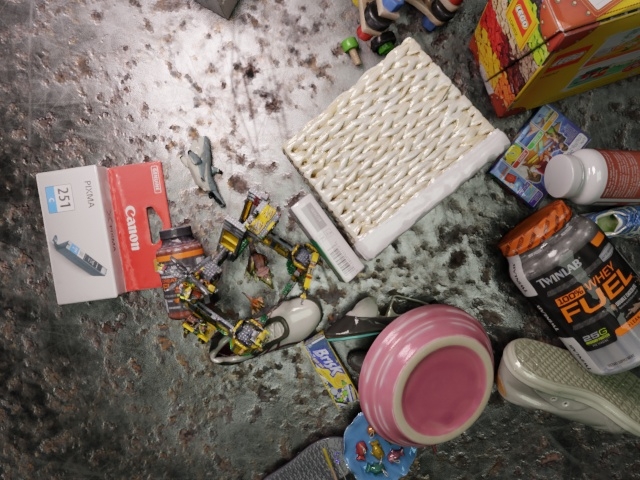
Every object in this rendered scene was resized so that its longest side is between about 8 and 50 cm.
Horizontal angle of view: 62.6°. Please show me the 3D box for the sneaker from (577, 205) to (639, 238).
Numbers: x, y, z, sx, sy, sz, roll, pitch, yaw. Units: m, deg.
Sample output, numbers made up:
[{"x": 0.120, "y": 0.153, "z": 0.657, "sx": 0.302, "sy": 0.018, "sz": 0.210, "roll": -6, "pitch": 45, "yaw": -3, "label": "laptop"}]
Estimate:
[{"x": 0.676, "y": -0.037, "z": 1.176, "sx": 0.211, "sy": 0.081, "sz": 0.080, "roll": -13, "pitch": 92, "yaw": -1, "label": "sneaker"}]

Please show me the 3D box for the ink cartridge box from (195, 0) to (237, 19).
[{"x": -0.250, "y": -0.583, "z": 1.114, "sx": 0.176, "sy": 0.127, "sz": 0.128, "roll": 30, "pitch": 93, "yaw": -2, "label": "ink cartridge box"}]

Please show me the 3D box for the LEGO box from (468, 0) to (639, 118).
[{"x": 0.584, "y": -0.453, "z": 0.993, "sx": 0.500, "sy": 0.372, "sz": 0.193, "roll": -18, "pitch": 81, "yaw": 0, "label": "LEGO box"}]

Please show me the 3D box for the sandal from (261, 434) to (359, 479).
[{"x": -0.029, "y": 0.526, "z": 1.224, "sx": 0.254, "sy": 0.054, "sz": 0.097, "roll": -27, "pitch": 83, "yaw": 4, "label": "sandal"}]

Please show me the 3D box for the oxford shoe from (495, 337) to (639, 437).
[{"x": 0.588, "y": 0.348, "z": 1.181, "sx": 0.449, "sy": 0.169, "sz": 0.130, "roll": 20, "pitch": 128, "yaw": -8, "label": "oxford shoe"}]

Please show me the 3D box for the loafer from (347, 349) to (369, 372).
[{"x": 0.144, "y": 0.293, "z": 1.202, "sx": 0.170, "sy": 0.061, "sz": 0.062, "roll": 14, "pitch": 94, "yaw": 0, "label": "loafer"}]

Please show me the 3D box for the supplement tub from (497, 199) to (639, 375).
[{"x": 0.547, "y": 0.094, "z": 1.113, "sx": 0.207, "sy": 0.207, "sz": 0.338, "roll": -39, "pitch": 87, "yaw": 2, "label": "supplement tub"}]

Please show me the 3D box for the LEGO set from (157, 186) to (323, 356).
[{"x": -0.137, "y": 0.056, "z": 1.066, "sx": 0.255, "sy": 0.192, "sz": 0.331, "roll": 42, "pitch": 61, "yaw": 5, "label": "LEGO set"}]

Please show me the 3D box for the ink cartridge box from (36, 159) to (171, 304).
[{"x": -0.472, "y": -0.021, "z": 1.178, "sx": 0.261, "sy": 0.066, "sz": 0.296, "roll": -8, "pitch": 94, "yaw": 1, "label": "ink cartridge box"}]

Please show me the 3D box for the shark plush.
[{"x": -0.249, "y": -0.152, "z": 1.180, "sx": 0.067, "sy": 0.073, "sz": 0.161, "roll": -28, "pitch": 88, "yaw": -29, "label": "shark plush"}]

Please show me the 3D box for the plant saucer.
[{"x": 0.247, "y": 0.305, "z": 1.135, "sx": 0.332, "sy": 0.084, "sz": 0.332, "roll": -5, "pitch": 105, "yaw": -21, "label": "plant saucer"}]

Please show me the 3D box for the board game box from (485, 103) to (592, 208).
[{"x": 0.491, "y": -0.190, "z": 1.189, "sx": 0.136, "sy": 0.035, "sz": 0.201, "roll": 39, "pitch": 93, "yaw": -2, "label": "board game box"}]

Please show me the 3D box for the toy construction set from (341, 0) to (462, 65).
[{"x": 0.153, "y": -0.551, "z": 1.047, "sx": 0.257, "sy": 0.309, "sz": 0.237, "roll": -23, "pitch": 88, "yaw": -7, "label": "toy construction set"}]

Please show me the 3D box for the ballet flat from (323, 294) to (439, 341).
[{"x": 0.143, "y": 0.172, "z": 1.187, "sx": 0.280, "sy": 0.095, "sz": 0.096, "roll": -1, "pitch": 84, "yaw": -10, "label": "ballet flat"}]

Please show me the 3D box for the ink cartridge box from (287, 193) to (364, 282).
[{"x": 0.000, "y": 0.000, "z": 1.099, "sx": 0.056, "sy": 0.224, "sz": 0.181, "roll": -37, "pitch": 93, "yaw": -10, "label": "ink cartridge box"}]

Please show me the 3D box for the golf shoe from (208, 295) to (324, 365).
[{"x": -0.117, "y": 0.212, "z": 1.169, "sx": 0.272, "sy": 0.120, "sz": 0.105, "roll": -25, "pitch": 92, "yaw": 0, "label": "golf shoe"}]

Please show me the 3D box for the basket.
[{"x": 0.128, "y": -0.158, "z": 1.049, "sx": 0.331, "sy": 0.328, "sz": 0.266, "roll": -41, "pitch": 89, "yaw": 2, "label": "basket"}]

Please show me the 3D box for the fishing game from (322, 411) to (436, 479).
[{"x": 0.141, "y": 0.467, "z": 1.192, "sx": 0.264, "sy": 0.041, "sz": 0.189, "roll": -17, "pitch": 93, "yaw": -17, "label": "fishing game"}]

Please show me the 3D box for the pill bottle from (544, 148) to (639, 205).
[{"x": 0.600, "y": -0.136, "z": 1.129, "sx": 0.216, "sy": 0.121, "sz": 0.121, "roll": 0, "pitch": 94, "yaw": -15, "label": "pill bottle"}]

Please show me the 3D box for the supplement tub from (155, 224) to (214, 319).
[{"x": -0.303, "y": 0.069, "z": 1.164, "sx": 0.106, "sy": 0.106, "sz": 0.198, "roll": -11, "pitch": 93, "yaw": 0, "label": "supplement tub"}]

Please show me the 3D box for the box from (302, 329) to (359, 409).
[{"x": 0.024, "y": 0.293, "z": 1.205, "sx": 0.059, "sy": 0.054, "sz": 0.169, "roll": -29, "pitch": 94, "yaw": 2, "label": "box"}]
